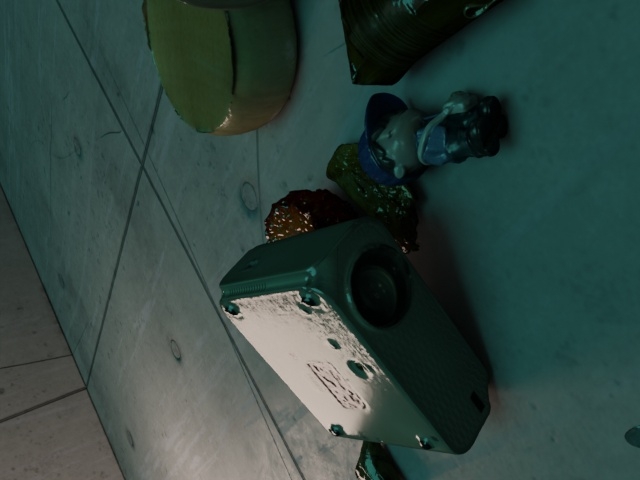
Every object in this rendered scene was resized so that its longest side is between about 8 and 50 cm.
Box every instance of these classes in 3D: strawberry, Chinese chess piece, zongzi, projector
[{"bbox_3d":[0.000,0.000,0.762,0.145,0.086,0.145,29,131,41],"label":"strawberry"},{"bbox_3d":[-0.134,-0.259,0.819,0.250,0.103,0.249,30,129,44],"label":"Chinese chess piece"},{"bbox_3d":[0.079,-0.253,0.548,0.187,0.084,0.184,-23,76,49],"label":"zongzi"},{"bbox_3d":[0.085,0.293,0.837,0.076,0.040,0.083,24,107,40],"label":"zongzi"},{"bbox_3d":[0.032,0.108,0.667,0.198,0.108,0.250,-13,118,52],"label":"projector"}]

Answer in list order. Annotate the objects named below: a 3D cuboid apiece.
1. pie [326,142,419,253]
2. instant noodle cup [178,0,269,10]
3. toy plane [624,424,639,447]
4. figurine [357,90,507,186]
[{"bbox_3d":[0.058,-0.057,0.703,0.170,0.034,0.092,48,150,33],"label":"pie"},{"bbox_3d":[-0.103,-0.378,0.628,0.178,0.235,0.234,64,147,29],"label":"instant noodle cup"},{"bbox_3d":[0.336,0.157,0.356,0.212,0.088,0.267,43,140,0],"label":"toy plane"},{"bbox_3d":[0.100,-0.098,0.596,0.149,0.086,0.087,1,147,43],"label":"figurine"}]
